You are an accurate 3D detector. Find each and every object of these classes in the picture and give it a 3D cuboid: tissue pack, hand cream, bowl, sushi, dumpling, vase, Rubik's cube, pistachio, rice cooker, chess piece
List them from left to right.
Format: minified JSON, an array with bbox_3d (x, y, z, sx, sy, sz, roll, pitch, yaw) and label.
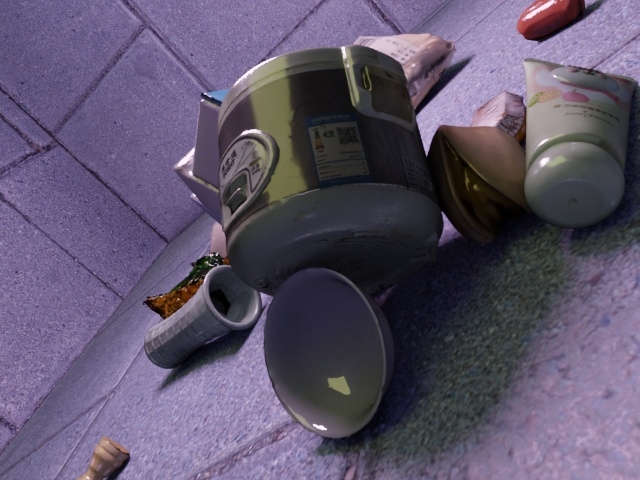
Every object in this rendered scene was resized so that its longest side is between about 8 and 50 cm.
[{"bbox_3d":[-0.428,0.445,1.034,0.122,0.066,0.066,-56,19,-22],"label":"chess piece"},{"bbox_3d":[-0.270,0.183,1.190,0.299,0.143,0.143,-36,17,37],"label":"vase"},{"bbox_3d":[-0.289,0.116,1.332,0.287,0.140,0.149,-22,4,29],"label":"sushi"},{"bbox_3d":[-0.192,-0.011,1.499,0.293,0.163,0.204,-39,-17,24],"label":"dumpling"},{"bbox_3d":[-0.071,-0.139,1.076,0.358,0.387,0.368,-49,-25,-24],"label":"Rubik's cube"},{"bbox_3d":[0.006,-0.083,0.704,0.288,0.288,0.277,-31,57,40],"label":"rice cooker"},{"bbox_3d":[0.026,0.124,0.626,0.086,0.189,0.189,-1,-22,-45],"label":"bowl"},{"bbox_3d":[0.154,-0.437,1.555,0.390,0.195,0.375,-48,32,-2],"label":"tissue pack"},{"bbox_3d":[0.200,-0.081,0.692,0.129,0.131,0.206,-46,23,23],"label":"pistachio"},{"bbox_3d":[0.300,-0.134,0.636,0.306,0.147,0.093,-62,-18,-44],"label":"hand cream"}]

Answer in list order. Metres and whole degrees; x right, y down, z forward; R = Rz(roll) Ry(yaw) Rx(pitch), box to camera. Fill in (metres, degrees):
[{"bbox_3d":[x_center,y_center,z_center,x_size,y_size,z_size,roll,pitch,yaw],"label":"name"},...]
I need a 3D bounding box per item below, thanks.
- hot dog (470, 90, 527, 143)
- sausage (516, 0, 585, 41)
[{"bbox_3d":[0.287,-0.189,0.883,0.108,0.059,0.191,-32,17,31],"label":"hot dog"},{"bbox_3d":[0.465,-0.459,1.096,0.076,0.076,0.141,-53,17,-28],"label":"sausage"}]
